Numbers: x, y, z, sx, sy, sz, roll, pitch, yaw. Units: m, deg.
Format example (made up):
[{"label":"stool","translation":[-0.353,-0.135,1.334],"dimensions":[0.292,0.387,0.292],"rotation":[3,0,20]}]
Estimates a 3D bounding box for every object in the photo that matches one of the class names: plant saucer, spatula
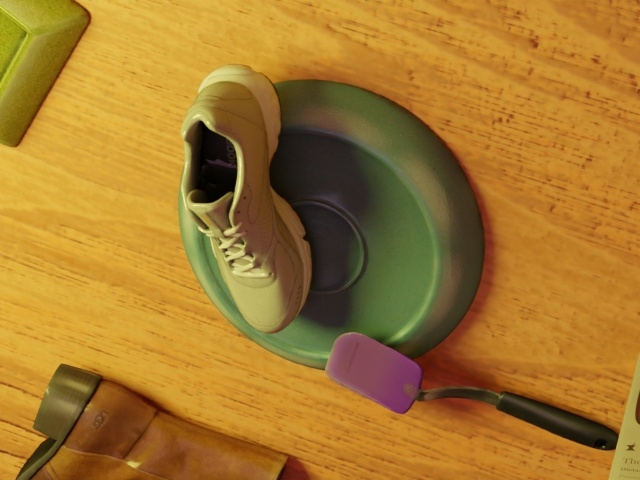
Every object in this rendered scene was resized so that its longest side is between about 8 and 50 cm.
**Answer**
[{"label":"plant saucer","translation":[0.000,0.000,1.364],"dimensions":[0.318,0.043,0.317],"rotation":[9,119,16]},{"label":"spatula","translation":[0.151,0.155,1.371],"dimensions":[0.297,0.030,0.084],"rotation":[15,134,-1]},{"label":"plant saucer","translation":[-0.351,-0.204,1.390],"dimensions":[0.188,0.045,0.188],"rotation":[38,122,-1]}]

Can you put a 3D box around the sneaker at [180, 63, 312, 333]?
[{"label":"sneaker","translation":[-0.082,-0.021,1.288],"dimensions":[0.099,0.121,0.262],"rotation":[-2,115,23]}]

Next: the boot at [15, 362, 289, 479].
[{"label":"boot","translation":[-0.196,0.287,1.577],"dimensions":[0.280,0.096,0.264],"rotation":[23,114,0]}]

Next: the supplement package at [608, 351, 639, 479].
[{"label":"supplement package","translation":[0.332,0.214,1.227],"dimensions":[0.139,0.244,0.133],"rotation":[2,117,19]}]
